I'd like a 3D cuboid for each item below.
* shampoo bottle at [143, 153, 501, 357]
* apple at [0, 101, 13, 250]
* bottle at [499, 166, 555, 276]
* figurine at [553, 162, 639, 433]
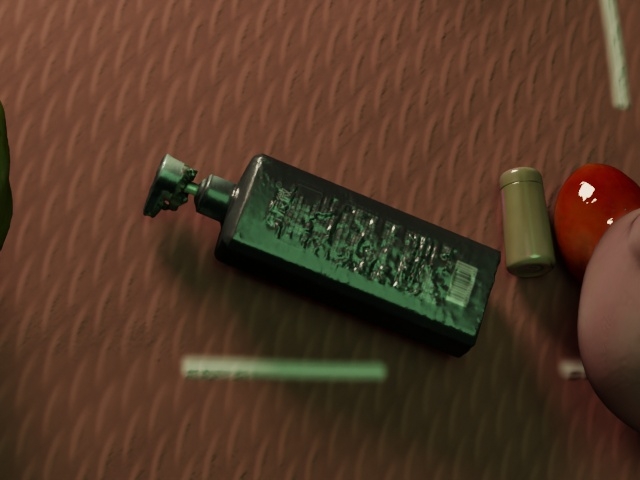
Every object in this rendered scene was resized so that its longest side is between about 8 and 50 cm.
[{"bbox_3d":[0.000,-0.001,1.534,0.309,0.071,0.098,23,66,-7],"label":"shampoo bottle"},{"bbox_3d":[-0.374,-0.058,1.351,0.254,0.292,0.292,-18,76,-23],"label":"apple"},{"bbox_3d":[0.189,-0.017,1.610,0.045,0.045,0.096,3,67,-15],"label":"bottle"},{"bbox_3d":[0.330,0.075,1.539,0.269,0.261,0.211,22,93,-8],"label":"figurine"}]
